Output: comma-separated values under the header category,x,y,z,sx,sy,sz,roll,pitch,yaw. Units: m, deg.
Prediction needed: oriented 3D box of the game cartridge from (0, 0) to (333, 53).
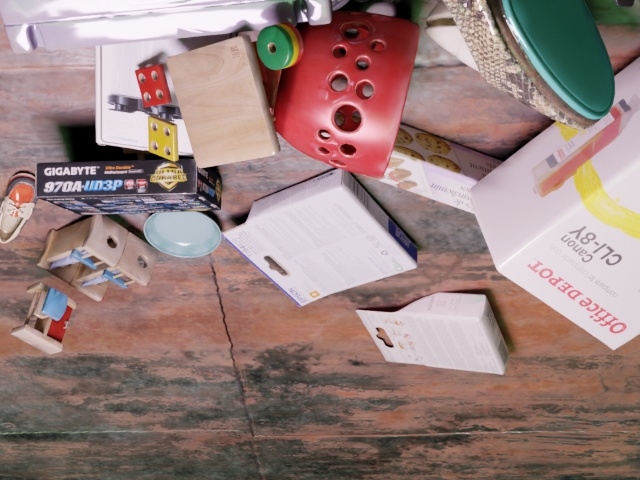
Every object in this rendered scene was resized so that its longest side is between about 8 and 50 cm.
category,x,y,z,sx,sy,sz,roll,pitch,yaw
game cartridge,-0.173,-0.319,1.048,0.355,0.068,0.230,-4,125,4

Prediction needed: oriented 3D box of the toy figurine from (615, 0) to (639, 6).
category,x,y,z,sx,sy,sz,roll,pitch,yaw
toy figurine,0.326,-0.364,1.012,0.213,0.148,0.209,27,138,-30

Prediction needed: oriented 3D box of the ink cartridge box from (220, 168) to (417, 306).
category,x,y,z,sx,sy,sz,roll,pitch,yaw
ink cartridge box,0.000,0.000,1.557,0.224,0.045,0.223,-20,136,27

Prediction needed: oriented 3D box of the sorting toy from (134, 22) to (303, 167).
category,x,y,z,sx,sy,sz,roll,pitch,yaw
sorting toy,-0.106,-0.157,1.152,0.274,0.046,0.132,-5,105,44

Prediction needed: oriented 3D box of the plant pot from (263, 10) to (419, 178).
category,x,y,z,sx,sy,sz,roll,pitch,yaw
plant pot,0.015,-0.183,1.220,0.174,0.191,0.191,12,141,2

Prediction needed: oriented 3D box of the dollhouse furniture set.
category,x,y,z,sx,sy,sz,roll,pitch,yaw
dollhouse furniture set,-0.355,0.078,1.550,0.129,0.184,0.129,-18,138,39

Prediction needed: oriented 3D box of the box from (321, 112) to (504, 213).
category,x,y,z,sx,sy,sz,roll,pitch,yaw
box,0.142,-0.106,1.404,0.324,0.067,0.063,18,138,-17

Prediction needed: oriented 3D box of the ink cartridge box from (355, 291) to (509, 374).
category,x,y,z,sx,sy,sz,roll,pitch,yaw
ink cartridge box,0.196,0.156,1.753,0.224,0.056,0.181,4,145,29

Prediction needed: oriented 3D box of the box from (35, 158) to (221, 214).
category,x,y,z,sx,sy,sz,roll,pitch,yaw
box,-0.260,-0.072,1.413,0.220,0.051,0.175,-2,174,6

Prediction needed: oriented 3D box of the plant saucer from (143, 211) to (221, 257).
category,x,y,z,sx,sy,sz,roll,pitch,yaw
plant saucer,-0.211,-0.018,1.567,0.119,0.021,0.119,2,142,2

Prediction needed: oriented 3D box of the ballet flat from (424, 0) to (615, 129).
category,x,y,z,sx,sy,sz,roll,pitch,yaw
ballet flat,0.158,-0.307,1.109,0.182,0.164,0.483,-2,141,41

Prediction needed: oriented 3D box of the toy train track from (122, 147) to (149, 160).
category,x,y,z,sx,sy,sz,roll,pitch,yaw
toy train track,-0.236,-0.132,1.435,0.083,0.014,0.048,-2,134,-3

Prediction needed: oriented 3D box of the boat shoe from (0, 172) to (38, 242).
category,x,y,z,sx,sy,sz,roll,pitch,yaw
boat shoe,-0.457,-0.048,1.528,0.049,0.043,0.137,22,136,-19

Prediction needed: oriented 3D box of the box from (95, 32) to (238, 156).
category,x,y,z,sx,sy,sz,roll,pitch,yaw
box,-0.187,-0.234,1.245,0.169,0.087,0.290,7,141,-5

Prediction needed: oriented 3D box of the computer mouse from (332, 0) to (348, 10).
category,x,y,z,sx,sy,sz,roll,pitch,yaw
computer mouse,-0.044,-0.371,1.090,0.188,0.072,0.272,-18,125,27

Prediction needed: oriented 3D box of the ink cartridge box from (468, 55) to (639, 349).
category,x,y,z,sx,sy,sz,roll,pitch,yaw
ink cartridge box,0.432,-0.062,1.312,0.279,0.160,0.384,32,122,-33
